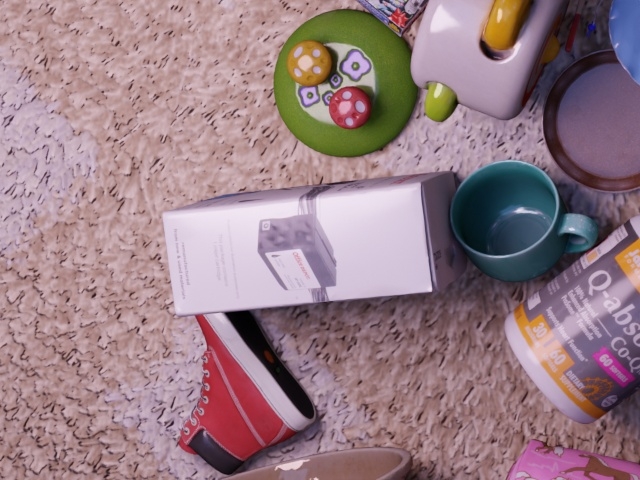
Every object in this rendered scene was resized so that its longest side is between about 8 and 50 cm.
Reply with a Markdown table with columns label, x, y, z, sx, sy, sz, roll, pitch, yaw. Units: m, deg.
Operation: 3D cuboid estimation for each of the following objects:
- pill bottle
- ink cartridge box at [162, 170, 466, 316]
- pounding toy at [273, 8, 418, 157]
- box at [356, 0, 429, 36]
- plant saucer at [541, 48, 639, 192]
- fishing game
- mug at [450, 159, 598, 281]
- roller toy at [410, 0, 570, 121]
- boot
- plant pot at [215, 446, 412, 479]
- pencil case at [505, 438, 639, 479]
| label | x | y | z | sx | sy | sz | roll | pitch | yaw |
| --- | --- | --- | --- | --- | --- | --- | --- | --- | --- |
| pill bottle | 0.361 | 0.070 | 1.588 | 0.278 | 0.162 | 0.162 | -41 | 86 | 16 |
| ink cartridge box | 0.000 | 0.000 | 1.644 | 0.308 | 0.223 | 0.129 | -6 | 95 | 16 |
| pounding toy | 0.024 | -0.214 | 1.670 | 0.183 | 0.110 | 0.236 | 14 | 101 | 13 |
| box | 0.104 | -0.321 | 1.649 | 0.094 | 0.027 | 0.137 | 39 | 79 | 7 |
| plant saucer | 0.345 | -0.140 | 1.635 | 0.168 | 0.029 | 0.168 | 2 | 96 | 15 |
| fishing game | 0.418 | -0.247 | 1.586 | 0.264 | 0.041 | 0.189 | 15 | 84 | 3 |
| mug | 0.234 | -0.008 | 1.627 | 0.129 | 0.097 | 0.158 | -41 | 56 | -2 |
| roller toy | 0.201 | -0.241 | 1.574 | 0.146 | 0.191 | 0.209 | 23 | 139 | 10 |
| boot | -0.144 | 0.175 | 1.779 | 0.176 | 0.088 | 0.244 | -33 | 91 | 18 |
| plant pot | -0.020 | 0.436 | 1.641 | 0.334 | 0.334 | 0.305 | -13 | 91 | 16 |
| pencil case | 0.394 | 0.362 | 1.619 | 0.386 | 0.160 | 0.167 | 15 | 130 | 12 |
